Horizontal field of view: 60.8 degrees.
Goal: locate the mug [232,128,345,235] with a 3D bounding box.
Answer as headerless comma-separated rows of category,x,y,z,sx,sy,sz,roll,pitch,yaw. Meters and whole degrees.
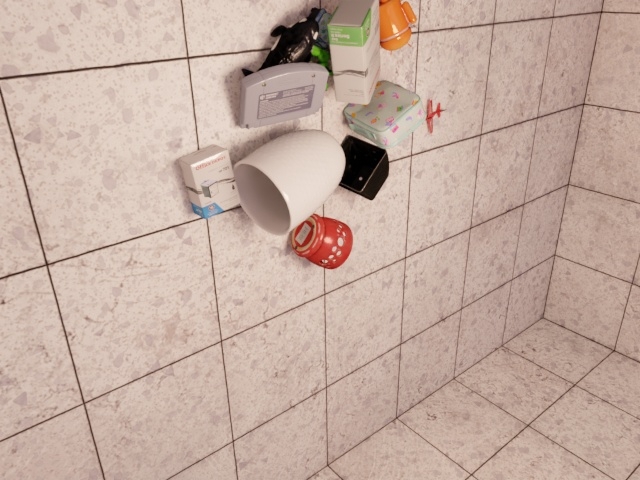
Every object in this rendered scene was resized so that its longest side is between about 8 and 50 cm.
mug,-0.092,-0.191,1.844,0.328,0.276,0.374,-40,162,-31

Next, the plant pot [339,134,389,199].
plant pot,0.158,-0.258,2.080,0.188,0.188,0.167,-58,147,-5

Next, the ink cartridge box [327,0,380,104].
ink cartridge box,0.118,-0.629,1.802,0.289,0.121,0.211,80,24,-49

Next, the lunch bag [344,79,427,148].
lunch bag,0.226,-0.456,1.975,0.224,0.279,0.108,-43,133,-4

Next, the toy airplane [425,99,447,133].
toy airplane,0.485,-0.543,2.342,0.151,0.028,0.151,-21,123,-35

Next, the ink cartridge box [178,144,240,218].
ink cartridge box,-0.347,-0.185,1.716,0.139,0.082,0.191,-30,128,-29

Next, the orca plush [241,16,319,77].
orca plush,-0.118,-0.593,1.686,0.287,0.102,0.151,-29,96,-2

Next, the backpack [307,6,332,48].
backpack,0.008,-0.693,1.799,0.114,0.084,0.105,32,90,-49

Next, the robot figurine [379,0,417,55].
robot figurine,0.242,-0.771,1.930,0.158,0.128,0.219,-32,115,-5

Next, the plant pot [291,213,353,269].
plant pot,0.000,0.000,2.041,0.174,0.191,0.191,19,96,-43

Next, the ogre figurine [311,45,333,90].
ogre figurine,-0.023,-0.562,1.825,0.118,0.097,0.197,-13,107,-25

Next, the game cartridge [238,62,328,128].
game cartridge,-0.119,-0.465,1.732,0.294,0.060,0.196,-19,152,-25
